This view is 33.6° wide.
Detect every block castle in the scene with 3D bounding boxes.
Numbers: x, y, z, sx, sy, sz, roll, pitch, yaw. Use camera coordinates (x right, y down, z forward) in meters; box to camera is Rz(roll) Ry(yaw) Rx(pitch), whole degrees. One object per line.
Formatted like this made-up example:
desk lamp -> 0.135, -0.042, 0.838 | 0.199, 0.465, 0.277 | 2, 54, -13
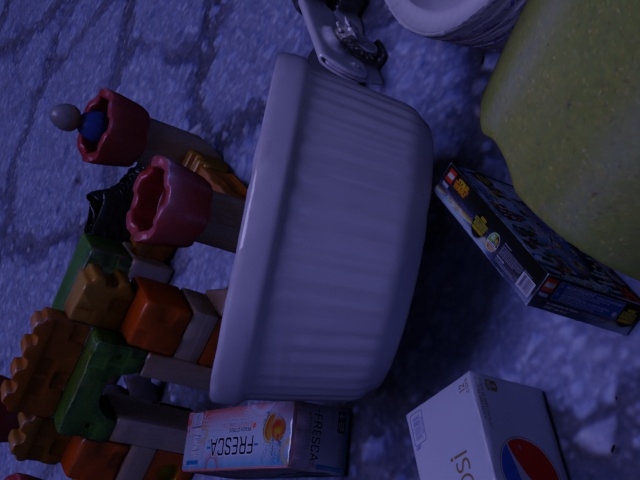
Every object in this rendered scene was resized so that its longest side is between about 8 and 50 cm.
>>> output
block castle -> -0.246, 0.091, 1.141 | 0.453, 0.213, 0.303 | -63, 34, 13

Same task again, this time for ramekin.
ramekin -> 0.000, 0.000, 0.819 | 0.273, 0.127, 0.273 | -169, 90, -86

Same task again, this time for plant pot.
plant pot -> 0.217, -0.119, 0.536 | 0.254, 0.276, 0.276 | -58, 34, 41

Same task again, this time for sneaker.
sneaker -> -0.251, -0.053, 1.329 | 0.051, 0.089, 0.170 | -16, 63, 53

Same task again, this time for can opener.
can opener -> -0.005, -0.234, 1.061 | 0.093, 0.074, 0.280 | -48, 40, 34

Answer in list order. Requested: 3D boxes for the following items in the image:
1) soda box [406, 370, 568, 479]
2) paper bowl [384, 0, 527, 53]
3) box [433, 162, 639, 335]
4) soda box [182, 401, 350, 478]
soda box -> 0.121, 0.196, 0.671 | 0.069, 0.074, 0.216 | -43, 43, 38
paper bowl -> 0.118, -0.290, 0.790 | 0.284, 0.148, 0.284 | -172, 90, -65
box -> 0.144, 0.004, 0.708 | 0.027, 0.094, 0.137 | -58, 36, 21
soda box -> -0.053, 0.181, 0.947 | 0.183, 0.063, 0.058 | -18, 62, 53
